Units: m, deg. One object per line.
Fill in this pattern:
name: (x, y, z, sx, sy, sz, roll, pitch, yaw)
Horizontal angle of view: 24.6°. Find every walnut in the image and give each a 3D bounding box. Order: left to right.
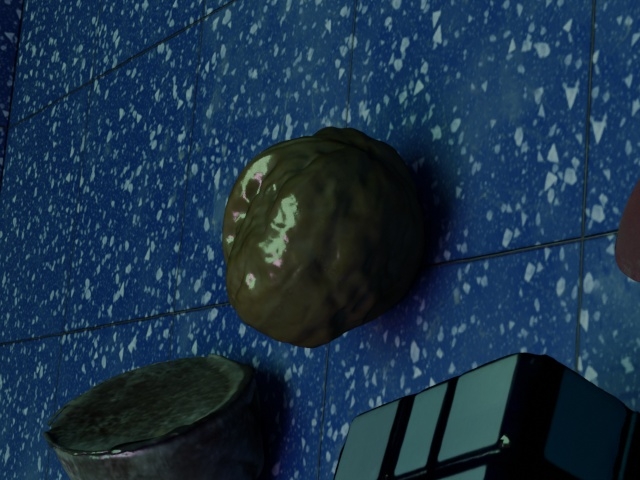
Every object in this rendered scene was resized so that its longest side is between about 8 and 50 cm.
walnut: (-0.001, -0.002, 1.758, 0.273, 0.227, 0.273, -33, 49, 50)

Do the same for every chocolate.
chocolate: (-0.210, 0.309, 2.013, 0.303, 0.303, 0.213, 15, 124, 61)

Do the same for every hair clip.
hair clip: (0.318, -0.027, 1.416, 0.054, 0.022, 0.137, 48, 122, 59)

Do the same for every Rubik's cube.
Rubik's cube: (0.169, 0.294, 1.237, 0.293, 0.288, 0.283, -31, 32, 51)
